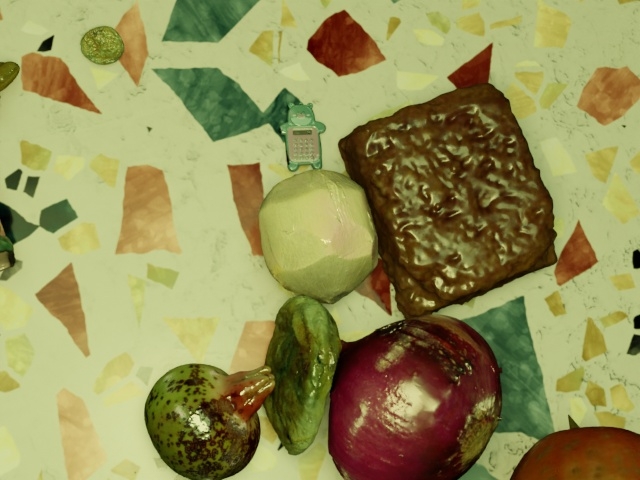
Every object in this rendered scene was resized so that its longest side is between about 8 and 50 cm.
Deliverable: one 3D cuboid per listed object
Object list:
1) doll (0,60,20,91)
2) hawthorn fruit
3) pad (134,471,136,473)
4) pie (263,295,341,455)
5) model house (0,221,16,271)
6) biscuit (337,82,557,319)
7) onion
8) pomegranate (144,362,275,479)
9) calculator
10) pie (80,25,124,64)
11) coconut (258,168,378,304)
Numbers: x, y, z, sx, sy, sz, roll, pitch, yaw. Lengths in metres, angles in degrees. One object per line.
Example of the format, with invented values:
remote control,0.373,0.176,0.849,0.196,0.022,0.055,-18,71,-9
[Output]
doll,-0.635,-0.249,1.884,0.137,0.097,0.209,25,62,37
hawthorn fruit,0.481,0.488,1.760,0.402,0.403,0.403,2,78,-9
pad,-0.433,0.515,1.762,0.249,0.055,0.323,23,93,-3
pie,-0.043,0.232,1.779,0.078,0.277,0.277,12,76,-19
model house,-0.676,-0.043,1.768,0.236,0.202,0.238,-18,82,-12
biscuit,0.250,-0.085,1.944,0.342,0.166,0.395,-20,80,-15
onion,0.121,0.270,1.799,0.385,0.348,0.348,27,72,33
pomegranate,-0.174,0.297,1.764,0.247,0.214,0.214,-35,85,13
calculator,-0.034,-0.204,1.999,0.094,0.019,0.141,-3,79,-7
pie,-0.422,-0.375,1.975,0.084,0.021,0.084,3,77,-13
coconut,-0.002,0.000,1.857,0.227,0.227,0.231,-11,73,-11
